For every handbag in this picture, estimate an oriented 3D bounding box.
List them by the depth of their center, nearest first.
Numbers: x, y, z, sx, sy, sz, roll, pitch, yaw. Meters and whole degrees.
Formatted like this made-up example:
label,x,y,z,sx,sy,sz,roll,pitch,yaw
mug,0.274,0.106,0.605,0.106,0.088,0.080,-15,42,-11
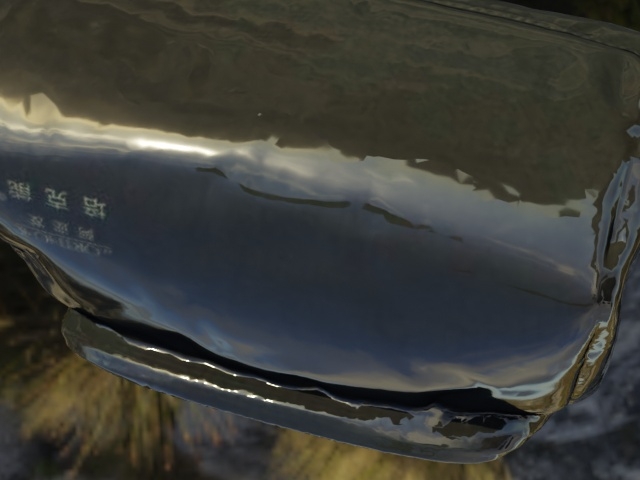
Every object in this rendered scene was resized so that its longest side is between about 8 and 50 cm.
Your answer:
label,x,y,z,sx,sy,sz,roll,pitch,yaw
handbag,-0.001,0.002,0.714,0.301,0.178,0.275,12,157,11
